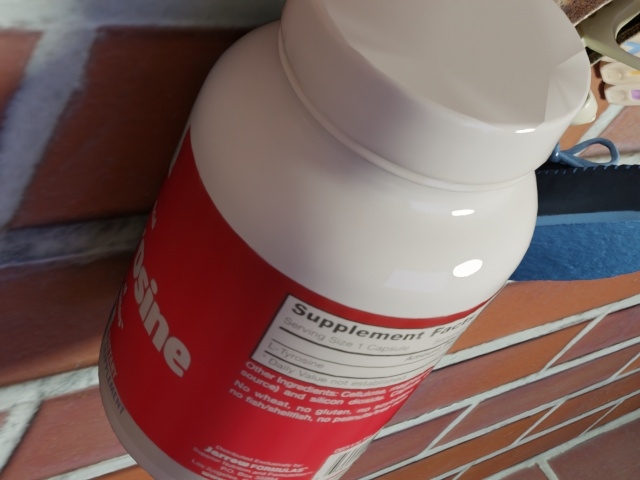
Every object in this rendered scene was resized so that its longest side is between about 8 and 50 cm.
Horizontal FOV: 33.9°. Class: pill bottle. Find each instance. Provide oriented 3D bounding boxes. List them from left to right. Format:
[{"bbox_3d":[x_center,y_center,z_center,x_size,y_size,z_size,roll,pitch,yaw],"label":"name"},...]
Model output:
[{"bbox_3d":[0.000,0.000,0.713,0.229,0.229,0.407,-15,150,-36],"label":"pill bottle"}]

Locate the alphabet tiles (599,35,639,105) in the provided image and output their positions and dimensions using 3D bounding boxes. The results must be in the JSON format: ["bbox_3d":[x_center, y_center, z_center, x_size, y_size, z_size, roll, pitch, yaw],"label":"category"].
[{"bbox_3d":[0.402,-0.161,0.973,0.278,0.021,0.284,-1,165,20],"label":"alphabet tiles"}]

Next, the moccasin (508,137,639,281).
[{"bbox_3d":[0.140,-0.038,0.824,0.138,0.116,0.342,25,163,-34],"label":"moccasin"}]

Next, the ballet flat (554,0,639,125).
[{"bbox_3d":[0.207,-0.158,0.827,0.316,0.106,0.107,-38,157,10],"label":"ballet flat"}]
